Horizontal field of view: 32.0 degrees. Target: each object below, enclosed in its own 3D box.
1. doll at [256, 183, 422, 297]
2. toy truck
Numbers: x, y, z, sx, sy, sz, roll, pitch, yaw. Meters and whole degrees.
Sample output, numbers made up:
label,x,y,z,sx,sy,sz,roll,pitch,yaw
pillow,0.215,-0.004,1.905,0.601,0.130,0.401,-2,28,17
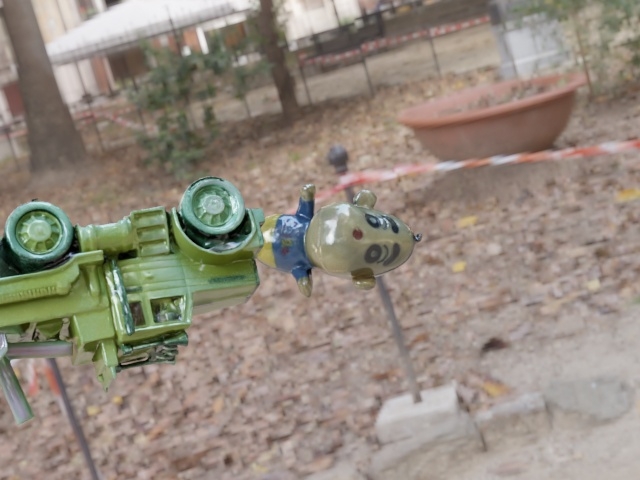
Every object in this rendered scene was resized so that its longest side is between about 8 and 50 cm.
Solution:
label,x,y,z,sx,sy,sz,roll,pitch,yaw
doll,0.000,0.000,0.983,0.179,0.102,0.089,-1,-11,-1
toy truck,-0.164,0.048,0.800,0.259,0.135,0.128,-14,-16,-24
